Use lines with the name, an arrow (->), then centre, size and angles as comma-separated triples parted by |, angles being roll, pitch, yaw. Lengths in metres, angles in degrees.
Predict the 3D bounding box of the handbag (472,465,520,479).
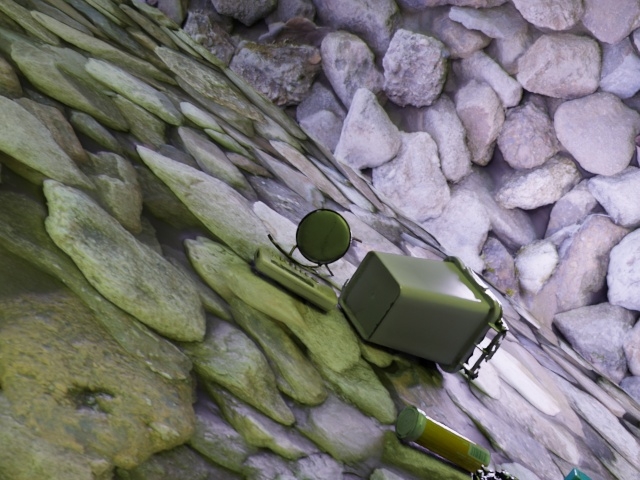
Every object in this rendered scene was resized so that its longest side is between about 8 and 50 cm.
handbag -> 0.394, 0.550, 1.686 | 0.260, 0.113, 0.162 | 39, 11, -15

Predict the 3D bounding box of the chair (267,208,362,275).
chair -> 0.000, 0.000, 2.223 | 0.160, 0.170, 0.325 | 42, 1, 12

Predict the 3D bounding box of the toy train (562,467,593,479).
toy train -> 0.625, 0.621, 1.979 | 0.203, 0.112, 0.163 | 42, 11, 8

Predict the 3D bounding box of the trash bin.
trash bin -> 0.261, 0.182, 2.217 | 0.367, 0.256, 0.296 | 16, 28, -38

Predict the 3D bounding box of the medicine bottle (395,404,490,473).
medicine bottle -> 0.261, 0.426, 1.832 | 0.218, 0.074, 0.074 | 32, 17, -23

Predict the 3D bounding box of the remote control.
remote control -> -0.062, 0.096, 2.091 | 0.230, 0.049, 0.090 | 33, 18, -17
